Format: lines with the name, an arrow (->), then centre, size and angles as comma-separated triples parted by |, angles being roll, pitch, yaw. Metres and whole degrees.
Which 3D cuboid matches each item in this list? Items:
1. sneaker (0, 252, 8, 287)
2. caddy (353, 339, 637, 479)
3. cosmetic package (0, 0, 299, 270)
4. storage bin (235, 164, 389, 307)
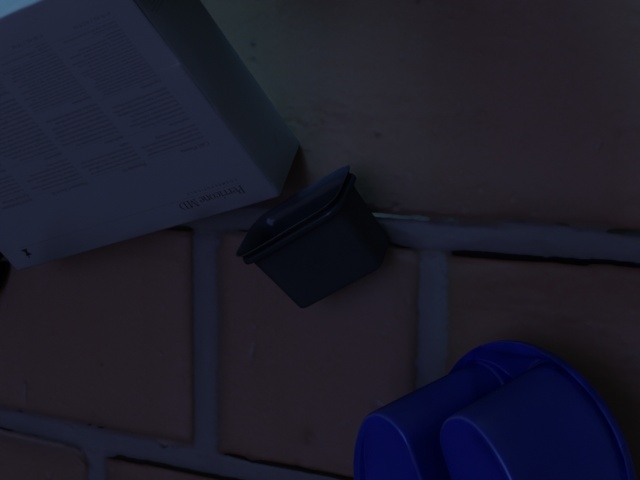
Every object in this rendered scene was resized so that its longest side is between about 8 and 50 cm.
sneaker -> -0.444, -0.028, 1.404 | 0.121, 0.099, 0.263 | 28, 106, 36
caddy -> 0.175, 0.265, 1.038 | 0.241, 0.179, 0.341 | -9, 93, 54
cosmetic package -> -0.255, -0.128, 1.184 | 0.377, 0.097, 0.284 | -14, 127, 30
storage bin -> 0.000, 0.000, 1.152 | 0.135, 0.098, 0.091 | -29, 110, 29
